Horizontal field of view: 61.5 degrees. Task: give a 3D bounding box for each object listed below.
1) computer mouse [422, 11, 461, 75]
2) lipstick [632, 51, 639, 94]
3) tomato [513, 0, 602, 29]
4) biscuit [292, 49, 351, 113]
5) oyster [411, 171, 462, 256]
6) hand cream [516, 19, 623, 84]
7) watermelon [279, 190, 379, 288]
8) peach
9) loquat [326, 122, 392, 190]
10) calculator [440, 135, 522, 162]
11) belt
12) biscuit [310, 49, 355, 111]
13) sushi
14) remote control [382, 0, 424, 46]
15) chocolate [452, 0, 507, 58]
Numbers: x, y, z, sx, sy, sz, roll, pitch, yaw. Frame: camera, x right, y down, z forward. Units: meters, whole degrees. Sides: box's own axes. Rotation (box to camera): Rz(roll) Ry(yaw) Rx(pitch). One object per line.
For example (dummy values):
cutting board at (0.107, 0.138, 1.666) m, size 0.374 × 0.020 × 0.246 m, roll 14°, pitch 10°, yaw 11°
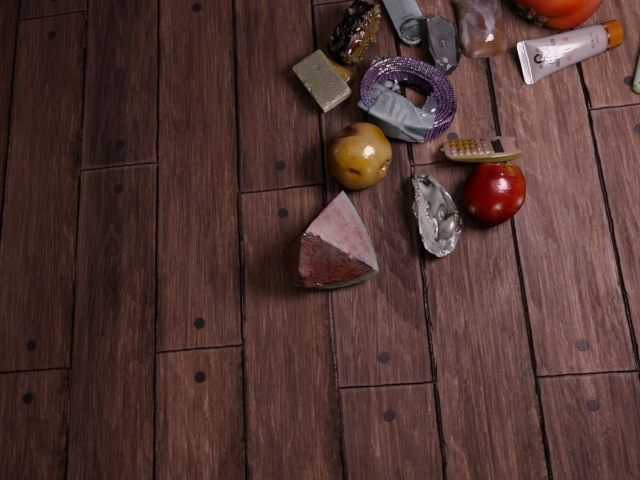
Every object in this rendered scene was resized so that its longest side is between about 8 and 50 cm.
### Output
computer mouse at (0.391, -0.649, 1.788) m, size 0.126 × 0.071 × 0.231 m, roll -2°, pitch 78°, yaw -22°
lipstick at (1.051, -0.607, 1.699) m, size 0.076 × 0.076 × 0.304 m, roll 15°, pitch 79°, yaw 11°
tomato at (0.748, -0.829, 1.670) m, size 0.322 × 0.321 × 0.321 m, roll -2°, pitch 76°, yaw 7°
biscuit at (0.004, -0.533, 1.797) m, size 0.121 × 0.040 × 0.199 m, roll -34°, pitch 75°, yaw -3°
oyster at (0.339, -0.083, 1.658) m, size 0.252 × 0.087 × 0.199 m, roll 43°, pitch 75°, yaw 7°
hand cream at (0.794, -0.622, 1.730) m, size 0.314 × 0.089 × 0.139 m, roll -20°, pitch 102°, yaw 8°
watermelon at (-0.004, -0.014, 1.616) m, size 0.283 × 0.292 × 0.250 m, roll -23°, pitch 45°, yaw 2°
peach at (0.517, -0.135, 1.606) m, size 0.197 × 0.197 × 0.197 m, roll -2°, pitch 76°, yaw 7°
loquat at (0.117, -0.268, 1.677) m, size 0.213 × 0.213 × 0.213 m, roll -2°, pitch 76°, yaw 7°
calculator at (0.493, -0.282, 1.673) m, size 0.237 × 0.033 × 0.157 m, roll 0°, pitch 34°, yaw 9°
belt at (0.280, -0.454, 1.742) m, size 0.325 × 0.122 × 0.260 m, roll 31°, pitch 75°, yaw 11°
biscuit at (0.003, -0.551, 1.842) m, size 0.174 × 0.039 × 0.183 m, roll -45°, pitch 75°, yaw -2°
sushi at (0.123, -0.689, 1.812) m, size 0.115 × 0.147 × 0.212 m, roll 35°, pitch 93°, yaw 19°
remote control at (0.290, -0.775, 1.850) m, size 0.104 × 0.052 × 0.247 m, roll -21°, pitch 75°, yaw 3°
chocolate at (0.535, -0.742, 1.795) m, size 0.157 × 0.080 × 0.253 m, roll -7°, pitch 76°, yaw 6°
